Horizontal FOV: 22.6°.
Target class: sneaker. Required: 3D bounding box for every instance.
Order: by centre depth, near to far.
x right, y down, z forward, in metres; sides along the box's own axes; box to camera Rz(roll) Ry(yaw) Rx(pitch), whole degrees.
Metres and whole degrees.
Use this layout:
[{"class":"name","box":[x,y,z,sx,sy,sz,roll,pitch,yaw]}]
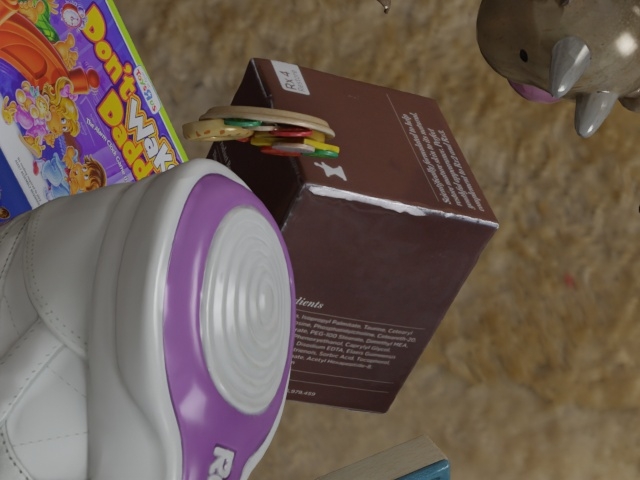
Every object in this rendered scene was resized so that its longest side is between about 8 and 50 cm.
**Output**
[{"class":"sneaker","box":[-0.100,0.119,0.559,0.152,0.114,0.305,-4,60,30]}]

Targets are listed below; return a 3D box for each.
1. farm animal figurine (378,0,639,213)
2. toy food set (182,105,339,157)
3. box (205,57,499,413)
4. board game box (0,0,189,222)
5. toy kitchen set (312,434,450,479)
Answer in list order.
[{"class":"farm animal figurine","box":[0.162,-0.113,0.671,0.327,0.330,0.172,-28,42,44]},{"class":"toy food set","box":[-0.032,-0.063,0.933,0.082,0.083,0.020,3,85,38]},{"class":"box","box":[0.000,0.000,1.231,0.203,0.167,0.168,-62,30,31]},{"class":"board game box","box":[-0.255,-0.135,1.415,0.078,0.347,0.233,-10,27,29]},{"class":"toy kitchen set","box":[0.077,0.294,1.251,0.122,0.207,0.166,-20,37,-21]}]
